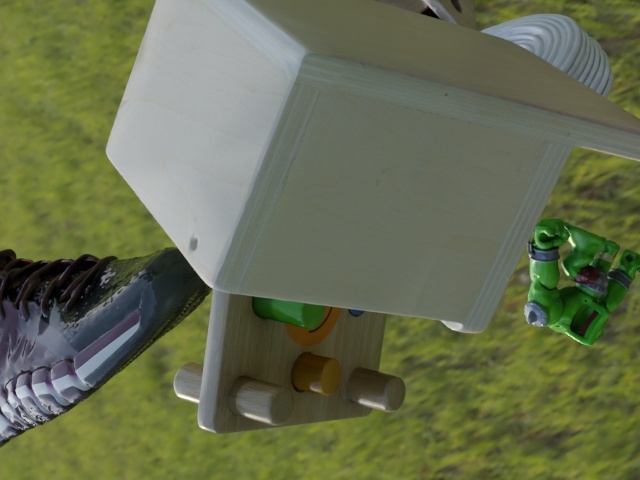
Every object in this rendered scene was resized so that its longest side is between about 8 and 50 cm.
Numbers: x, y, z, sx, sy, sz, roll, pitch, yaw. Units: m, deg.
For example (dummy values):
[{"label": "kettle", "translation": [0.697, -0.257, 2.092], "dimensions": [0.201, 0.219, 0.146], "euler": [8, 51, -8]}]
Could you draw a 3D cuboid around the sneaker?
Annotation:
[{"label": "sneaker", "translation": [-0.201, 0.034, 0.866], "dimensions": [0.281, 0.106, 0.162], "euler": [-32, 96, 40]}]

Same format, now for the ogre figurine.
[{"label": "ogre figurine", "translation": [0.283, 0.048, 1.482], "dimensions": [0.096, 0.197, 0.118], "euler": [21, 91, 24]}]

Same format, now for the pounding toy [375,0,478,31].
[{"label": "pounding toy", "translation": [0.085, -0.303, 1.392], "dimensions": [0.155, 0.154, 0.269], "euler": [-30, 114, 31]}]

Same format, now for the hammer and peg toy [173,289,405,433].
[{"label": "hammer and peg toy", "translation": [0.000, 0.000, 1.295], "dimensions": [0.127, 0.266, 0.361], "euler": [10, 93, 37]}]

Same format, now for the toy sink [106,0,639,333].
[{"label": "toy sink", "translation": [0.031, -0.044, 0.704], "dimensions": [0.153, 0.234, 0.131], "euler": [46, 120, 49]}]

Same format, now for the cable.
[{"label": "cable", "translation": [0.216, -0.171, 1.595], "dimensions": [0.089, 0.257, 0.257], "euler": [51, -159, -25]}]
